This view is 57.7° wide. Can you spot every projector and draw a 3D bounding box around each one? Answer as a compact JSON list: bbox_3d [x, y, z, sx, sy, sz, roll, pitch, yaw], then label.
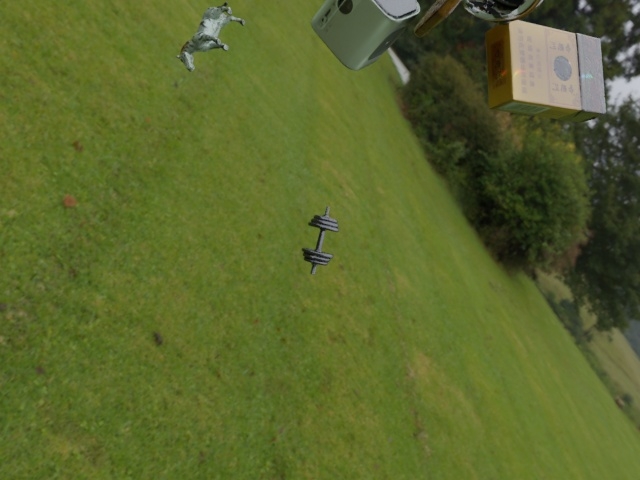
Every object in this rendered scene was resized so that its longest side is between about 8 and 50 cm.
[{"bbox_3d":[0.155,-0.779,2.012,0.249,0.249,0.248,50,46,0],"label":"projector"}]

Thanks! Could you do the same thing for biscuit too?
[{"bbox_3d":[0.445,-0.826,1.961,0.046,0.359,0.359,39,16,-10],"label":"biscuit"}]

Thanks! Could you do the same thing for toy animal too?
[{"bbox_3d":[-0.365,-0.671,1.920,0.170,0.255,0.090,41,1,35],"label":"toy animal"}]

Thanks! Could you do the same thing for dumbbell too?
[{"bbox_3d":[0.000,0.000,1.748,0.099,0.209,0.099,13,2,0],"label":"dumbbell"}]

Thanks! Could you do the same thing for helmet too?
[{"bbox_3d":[0.469,-0.636,1.445,0.224,0.199,0.130,14,18,31],"label":"helmet"}]

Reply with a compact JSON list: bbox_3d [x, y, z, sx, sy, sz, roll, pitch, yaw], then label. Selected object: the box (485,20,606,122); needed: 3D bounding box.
[{"bbox_3d":[0.726,-0.535,1.860,0.415,0.115,0.265,2,83,-26],"label":"box"}]
